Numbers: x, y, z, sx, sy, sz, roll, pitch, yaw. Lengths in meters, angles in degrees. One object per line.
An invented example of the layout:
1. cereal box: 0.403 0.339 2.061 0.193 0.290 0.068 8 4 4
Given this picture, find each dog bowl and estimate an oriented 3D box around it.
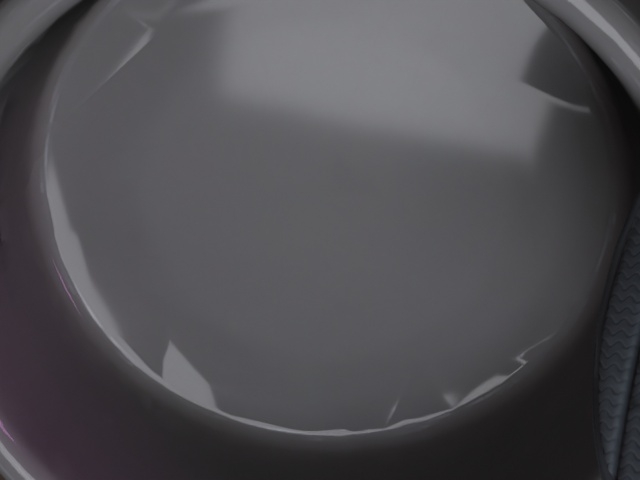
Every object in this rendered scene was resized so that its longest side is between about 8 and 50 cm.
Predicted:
1. dog bowl: 0.000 0.000 0.593 0.349 0.102 0.349 2 117 4

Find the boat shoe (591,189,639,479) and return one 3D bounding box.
1. boat shoe: 0.184 -0.034 0.484 0.094 0.109 0.302 29 82 -38
